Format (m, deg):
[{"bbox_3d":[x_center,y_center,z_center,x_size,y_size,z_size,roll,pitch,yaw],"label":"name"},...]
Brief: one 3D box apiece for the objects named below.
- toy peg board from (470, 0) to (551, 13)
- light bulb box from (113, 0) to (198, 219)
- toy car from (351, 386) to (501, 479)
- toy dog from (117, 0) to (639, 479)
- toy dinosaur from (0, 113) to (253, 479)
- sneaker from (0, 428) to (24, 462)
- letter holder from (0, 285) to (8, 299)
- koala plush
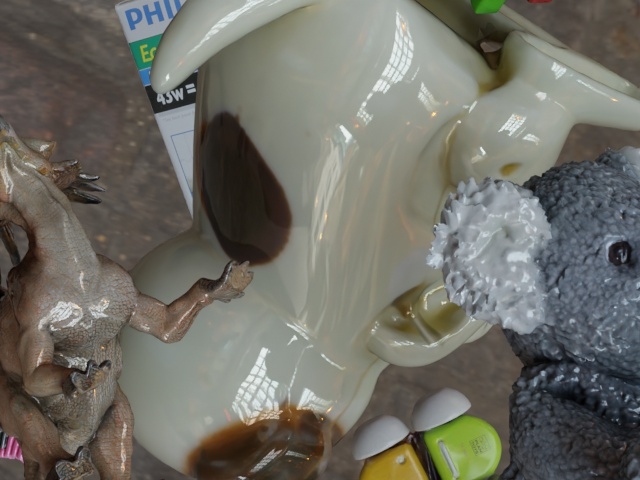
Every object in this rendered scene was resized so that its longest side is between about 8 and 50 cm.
[{"bbox_3d":[0.153,-0.225,0.915,0.161,0.079,0.161,-5,66,-19],"label":"toy peg board"},{"bbox_3d":[-0.088,-0.238,2.056,0.358,0.225,0.361,-57,131,-66],"label":"light bulb box"},{"bbox_3d":[0.133,0.271,1.716,0.182,0.136,0.159,-26,89,4],"label":"toy car"},{"bbox_3d":[0.000,0.000,1.018,0.395,0.284,0.408,-8,130,-60],"label":"toy dog"},{"bbox_3d":[-0.172,0.063,0.888,0.127,0.200,0.295,-4,116,-47],"label":"toy dinosaur"},{"bbox_3d":[-0.388,0.268,1.839,0.057,0.119,0.047,13,97,-59],"label":"sneaker"},{"bbox_3d":[-0.499,0.149,1.544,0.214,0.152,0.302,36,96,-12],"label":"letter holder"},{"bbox_3d":[0.153,0.059,0.744,0.196,0.203,0.221,-18,86,-40],"label":"koala plush"}]
